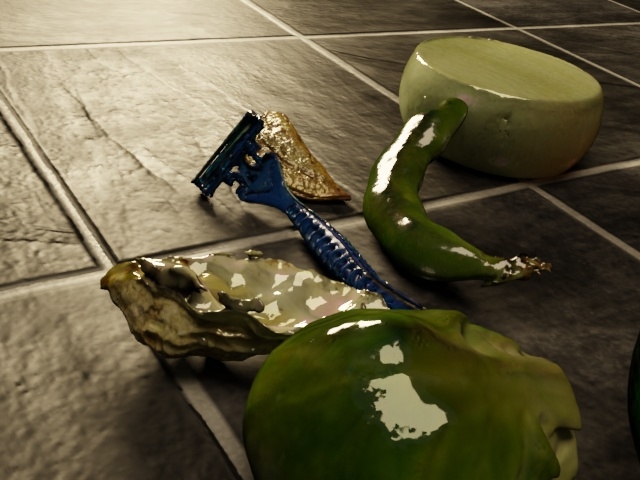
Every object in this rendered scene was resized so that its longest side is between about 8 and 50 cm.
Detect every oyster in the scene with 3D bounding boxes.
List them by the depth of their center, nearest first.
[{"bbox_3d":[-0.043,0.055,0.540,0.209,0.071,0.133,7,16,-24],"label":"oyster"}]

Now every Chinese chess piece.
[{"bbox_3d":[0.223,-0.173,0.951,0.251,0.101,0.250,8,32,-5],"label":"Chinese chess piece"}]

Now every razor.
[{"bbox_3d":[0.006,0.003,0.658,0.324,0.093,0.056,44,9,36],"label":"razor"}]

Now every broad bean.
[{"bbox_3d":[0.110,-0.047,0.740,0.144,0.049,0.291,-12,40,1],"label":"broad bean"}]

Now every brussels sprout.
[{"bbox_3d":[0.049,0.110,0.421,0.181,0.143,0.161,0,-3,4],"label":"brussels sprout"}]

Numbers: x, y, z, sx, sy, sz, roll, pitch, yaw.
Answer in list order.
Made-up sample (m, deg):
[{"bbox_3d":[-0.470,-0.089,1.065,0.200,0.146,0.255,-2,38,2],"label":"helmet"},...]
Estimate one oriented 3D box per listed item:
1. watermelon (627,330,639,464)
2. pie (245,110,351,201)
[{"bbox_3d":[0.301,0.094,0.426,0.243,0.242,0.242,8,32,-5],"label":"watermelon"},{"bbox_3d":[-0.042,-0.090,0.807,0.092,0.034,0.170,-5,41,-28],"label":"pie"}]
